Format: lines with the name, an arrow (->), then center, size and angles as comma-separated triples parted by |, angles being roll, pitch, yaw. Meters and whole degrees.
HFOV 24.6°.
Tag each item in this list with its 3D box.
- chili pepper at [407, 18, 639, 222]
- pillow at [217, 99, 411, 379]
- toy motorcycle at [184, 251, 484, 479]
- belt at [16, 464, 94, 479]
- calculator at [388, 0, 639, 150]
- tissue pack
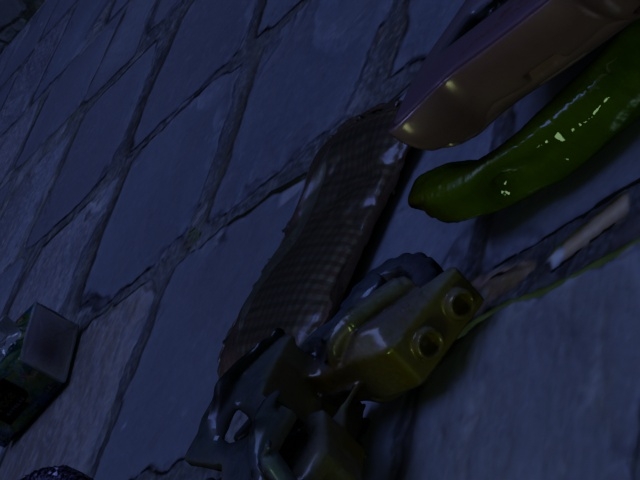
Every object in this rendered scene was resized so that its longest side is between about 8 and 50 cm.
chili pepper -> 0.122, -0.059, 0.754 | 0.201, 0.050, 0.052 | -38, -9, 34
pillow -> -0.001, 0.000, 0.970 | 0.135, 0.034, 0.211 | -24, 37, 58
toy motorcycle -> 0.004, 0.102, 0.748 | 0.229, 0.094, 0.130 | -49, 23, -14
belt -> -0.192, 0.270, 0.895 | 0.260, 0.122, 0.325 | -54, 20, -4
calculator -> 0.159, -0.179, 0.789 | 0.220, 0.048, 0.330 | -36, 17, 49
tissue pack -> -0.294, 0.123, 1.389 | 0.111, 0.079, 0.085 | -45, 25, 29
